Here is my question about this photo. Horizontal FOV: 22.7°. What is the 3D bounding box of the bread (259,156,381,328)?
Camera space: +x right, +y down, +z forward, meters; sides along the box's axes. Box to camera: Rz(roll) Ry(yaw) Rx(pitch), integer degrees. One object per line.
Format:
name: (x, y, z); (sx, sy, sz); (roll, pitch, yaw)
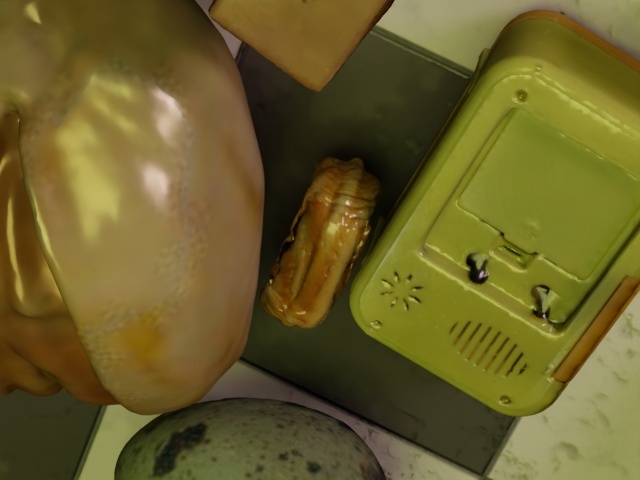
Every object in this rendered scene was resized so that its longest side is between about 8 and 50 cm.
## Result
bread: (0.000, 0.000, 0.949); (0.044, 0.083, 0.111); (23, 122, -5)

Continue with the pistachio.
pistachio: (-0.136, -0.032, 0.899); (0.229, 0.230, 0.309); (6, 133, 13)

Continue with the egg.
egg: (-0.043, 0.168, 1.010); (0.181, 0.141, 0.141); (16, 118, 5)

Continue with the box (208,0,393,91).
box: (0.045, -0.179, 0.764); (0.070, 0.237, 0.152); (38, 119, 0)

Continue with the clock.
clock: (0.119, -0.013, 0.904); (0.143, 0.096, 0.202); (30, 120, -3)
